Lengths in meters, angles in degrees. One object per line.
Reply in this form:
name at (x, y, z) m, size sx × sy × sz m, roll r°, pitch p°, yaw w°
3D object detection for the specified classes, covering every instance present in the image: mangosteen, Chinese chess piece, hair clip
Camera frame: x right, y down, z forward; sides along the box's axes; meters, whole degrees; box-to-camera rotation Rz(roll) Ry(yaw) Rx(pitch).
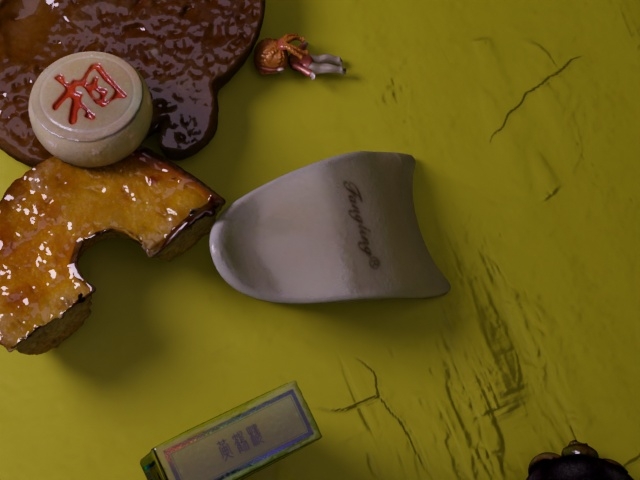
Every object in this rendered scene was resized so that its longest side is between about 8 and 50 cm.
mangosteen at (0.282, 0.279, 1.112) m, size 0.137 × 0.137 × 0.151 m, roll 19°, pitch 40°, yaw -9°
Chinese chess piece at (-0.230, -0.132, 1.030) m, size 0.122 × 0.051 × 0.122 m, roll 1°, pitch 62°, yaw -2°
hair clip at (0.011, -0.005, 1.105) m, size 0.282 × 0.113 × 0.172 m, roll -11°, pitch 81°, yaw -17°

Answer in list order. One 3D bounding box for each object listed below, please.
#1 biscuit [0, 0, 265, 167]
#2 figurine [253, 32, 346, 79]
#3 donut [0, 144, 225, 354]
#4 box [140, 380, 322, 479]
biscuit at (-0.221, -0.227, 1.126) m, size 0.367 × 0.063 × 0.314 m, roll -38°, pitch 93°, yaw -18°
figurine at (-0.023, -0.210, 1.182) m, size 0.109 × 0.047 × 0.064 m, roll 4°, pitch 48°, yaw -20°
donut at (-0.239, -0.010, 1.044) m, size 0.259 × 0.101 × 0.152 m, roll -35°, pitch 77°, yaw -14°
box at (-0.092, 0.199, 0.976) m, size 0.141 × 0.220 × 0.064 m, roll -23°, pitch 84°, yaw -17°
